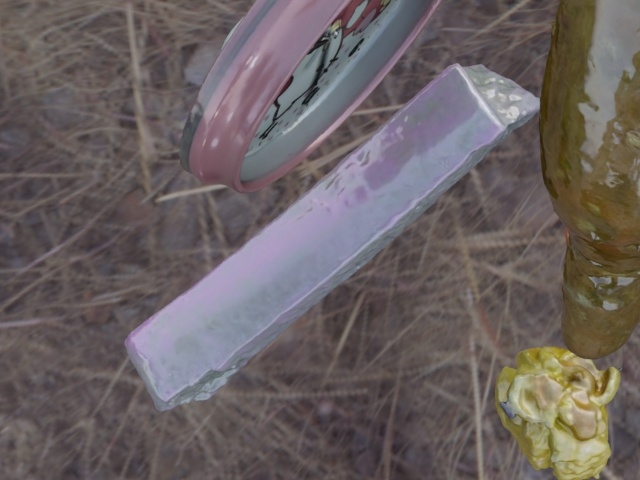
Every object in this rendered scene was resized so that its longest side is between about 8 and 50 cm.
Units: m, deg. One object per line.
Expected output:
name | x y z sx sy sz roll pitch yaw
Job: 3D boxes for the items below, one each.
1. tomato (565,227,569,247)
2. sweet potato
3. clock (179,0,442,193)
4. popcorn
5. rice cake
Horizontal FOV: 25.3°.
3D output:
tomato | 0.340 -0.012 1.461 0.195 0.195 0.136 47 131 2
sweet potato | 0.124 -0.076 0.476 0.079 0.108 0.346 21 126 18
clock | 0.006 -0.129 0.847 0.056 0.244 0.244 41 106 8
popcorn | 0.131 0.100 0.837 0.084 0.084 0.084 2 100 13
rice cake | 0.000 0.000 1.023 0.365 0.056 0.073 -39 76 16
